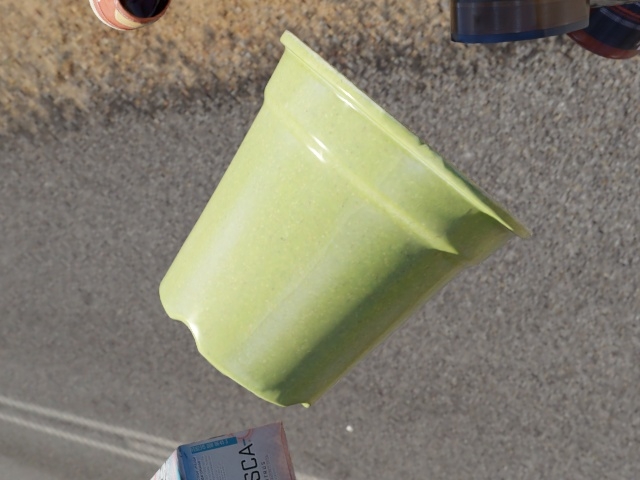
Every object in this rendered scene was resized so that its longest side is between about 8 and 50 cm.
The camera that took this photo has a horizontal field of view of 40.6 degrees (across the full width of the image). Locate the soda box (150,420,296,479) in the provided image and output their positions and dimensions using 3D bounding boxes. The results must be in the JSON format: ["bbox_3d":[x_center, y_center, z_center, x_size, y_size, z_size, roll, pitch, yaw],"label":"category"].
[{"bbox_3d":[-0.065,0.161,0.538,0.183,0.063,0.058,126,131,-63],"label":"soda box"}]

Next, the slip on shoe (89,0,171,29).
[{"bbox_3d":[-0.190,-0.395,0.958,0.101,0.123,0.331,36,119,51],"label":"slip on shoe"}]

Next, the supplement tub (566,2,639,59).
[{"bbox_3d":[0.284,-0.252,0.722,0.106,0.106,0.198,36,142,2],"label":"supplement tub"}]

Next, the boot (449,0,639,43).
[{"bbox_3d":[0.133,-0.177,0.468,0.082,0.219,0.106,6,114,30],"label":"boot"}]

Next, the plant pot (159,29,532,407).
[{"bbox_3d":[0.000,0.000,0.776,0.276,0.254,0.276,38,-171,-8],"label":"plant pot"}]
